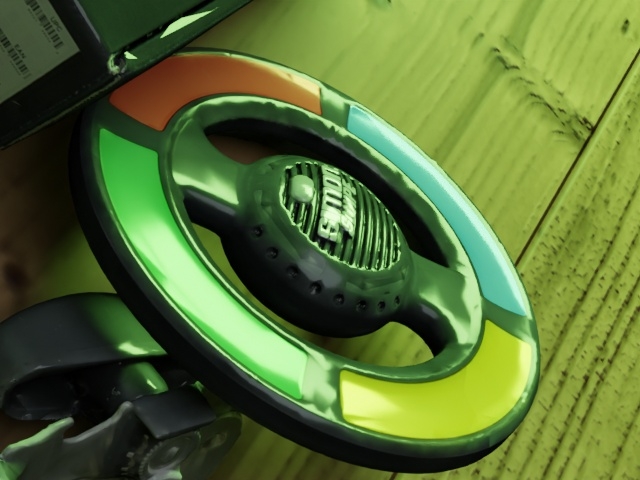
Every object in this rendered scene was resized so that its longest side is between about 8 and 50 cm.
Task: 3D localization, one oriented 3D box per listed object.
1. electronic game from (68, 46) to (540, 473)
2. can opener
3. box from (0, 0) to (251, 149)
[{"bbox_3d":[0.000,0.000,0.538,0.229,0.048,0.229,25,36,-20],"label":"electronic game"},{"bbox_3d":[-0.150,0.083,0.440,0.283,0.076,0.095,-10,50,-40],"label":"can opener"},{"bbox_3d":[-0.115,-0.276,0.509,0.395,0.097,0.318,58,41,-10],"label":"box"}]
